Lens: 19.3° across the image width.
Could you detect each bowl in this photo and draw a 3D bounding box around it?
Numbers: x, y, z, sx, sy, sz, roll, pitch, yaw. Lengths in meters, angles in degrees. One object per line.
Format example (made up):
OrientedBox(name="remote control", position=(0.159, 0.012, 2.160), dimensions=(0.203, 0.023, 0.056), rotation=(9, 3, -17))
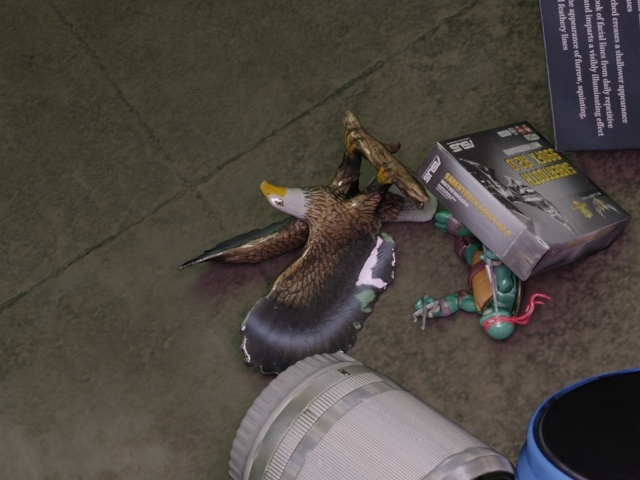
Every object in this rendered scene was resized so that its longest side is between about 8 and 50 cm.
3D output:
OrientedBox(name="bowl", position=(0.392, 0.228, 1.908), dimensions=(0.391, 0.077, 0.391), rotation=(-1, 20, 0))

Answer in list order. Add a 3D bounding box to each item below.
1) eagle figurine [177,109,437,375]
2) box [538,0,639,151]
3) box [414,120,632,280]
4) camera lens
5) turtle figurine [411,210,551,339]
OrientedBox(name="eagle figurine", position=(-0.009, -0.006, 2.315), dimensions=(0.298, 0.225, 0.226), rotation=(-54, 6, 15))
OrientedBox(name="box", position=(0.470, -0.283, 2.234), dimensions=(0.395, 0.293, 0.212), rotation=(0, 29, 18))
OrientedBox(name="box", position=(0.239, -0.051, 2.199), dimensions=(0.183, 0.231, 0.056), rotation=(45, 120, 19))
OrientedBox(name="camera lens", position=(0.063, 0.272, 2.026), dimensions=(0.274, 0.219, 0.219), rotation=(33, 69, 35))
OrientedBox(name="turtle figurine", position=(0.187, 0.040, 2.237), dimensions=(0.175, 0.118, 0.234), rotation=(-45, 36, 37))
